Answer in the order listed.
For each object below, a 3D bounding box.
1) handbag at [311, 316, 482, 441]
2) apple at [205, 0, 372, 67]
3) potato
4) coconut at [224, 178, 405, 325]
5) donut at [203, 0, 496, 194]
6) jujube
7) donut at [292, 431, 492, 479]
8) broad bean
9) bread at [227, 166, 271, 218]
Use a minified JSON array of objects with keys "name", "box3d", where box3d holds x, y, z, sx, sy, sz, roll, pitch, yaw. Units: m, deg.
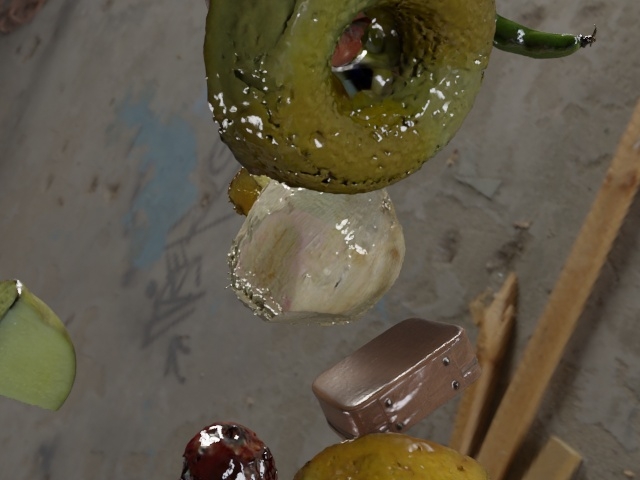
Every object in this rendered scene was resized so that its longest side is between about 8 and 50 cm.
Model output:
[{"name":"handbag","box3d":[0.089,0.174,1.244,0.193,0.072,0.151,-34,21,-23]},{"name":"apple","box3d":[-0.014,-0.418,1.598,0.348,0.348,0.277,-40,71,26]},{"name":"potato","box3d":[-0.316,0.106,1.108,0.149,0.120,0.081,-49,34,26]},{"name":"coconut","box3d":[0.002,0.000,1.081,0.194,0.194,0.194,-29,47,36]},{"name":"donut","box3d":[0.036,-0.154,0.819,0.107,0.272,0.272,27,89,44]},{"name":"jujube","box3d":[-0.087,0.248,0.922,0.104,0.104,0.166,42,131,53]},{"name":"donut","box3d":[0.084,0.344,1.097,0.277,0.277,0.108,-51,28,14]},{"name":"broad bean","box3d":[0.287,-0.309,1.458,0.039,0.227,0.069,-70,-7,-65]},{"name":"bread","box3d":[-0.034,-0.037,1.245,0.187,0.103,0.065,50,131,32]}]
